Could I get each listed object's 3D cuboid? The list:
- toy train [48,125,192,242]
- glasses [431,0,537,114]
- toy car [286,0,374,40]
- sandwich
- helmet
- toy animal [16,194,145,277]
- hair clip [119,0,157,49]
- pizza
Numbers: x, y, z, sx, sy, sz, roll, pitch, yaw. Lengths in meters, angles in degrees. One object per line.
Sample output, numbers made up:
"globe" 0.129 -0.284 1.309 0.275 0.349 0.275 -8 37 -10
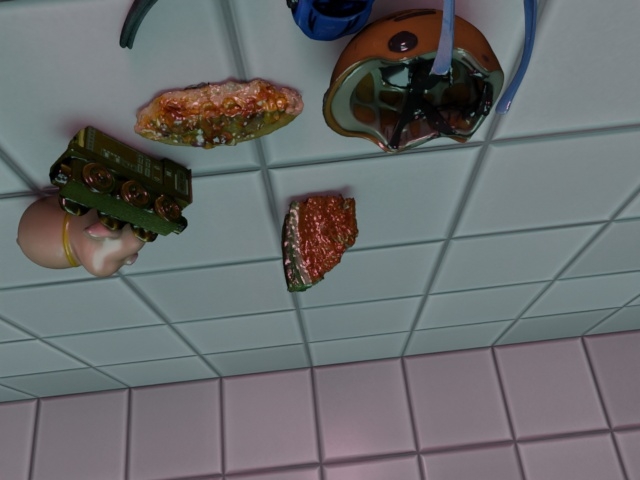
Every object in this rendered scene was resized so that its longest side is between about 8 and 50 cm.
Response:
"toy train" -0.305 -0.088 0.865 0.090 0.137 0.225 -31 142 29
"glasses" 0.153 -0.257 0.566 0.189 0.221 0.088 11 -175 -45
"toy car" 0.028 -0.293 0.596 0.103 0.063 0.216 1 153 -16
"sandwich" -0.001 0.009 1.089 0.159 0.185 0.109 -7 162 7
"helmet" 0.115 -0.213 0.709 0.224 0.130 0.198 0 154 5
"toy animal" -0.416 -0.016 0.971 0.247 0.165 0.149 -8 136 18
"hair clip" -0.167 -0.283 0.613 0.229 0.039 0.070 -19 152 35
"pizza" -0.148 -0.174 0.809 0.246 0.058 0.127 -5 154 -10
